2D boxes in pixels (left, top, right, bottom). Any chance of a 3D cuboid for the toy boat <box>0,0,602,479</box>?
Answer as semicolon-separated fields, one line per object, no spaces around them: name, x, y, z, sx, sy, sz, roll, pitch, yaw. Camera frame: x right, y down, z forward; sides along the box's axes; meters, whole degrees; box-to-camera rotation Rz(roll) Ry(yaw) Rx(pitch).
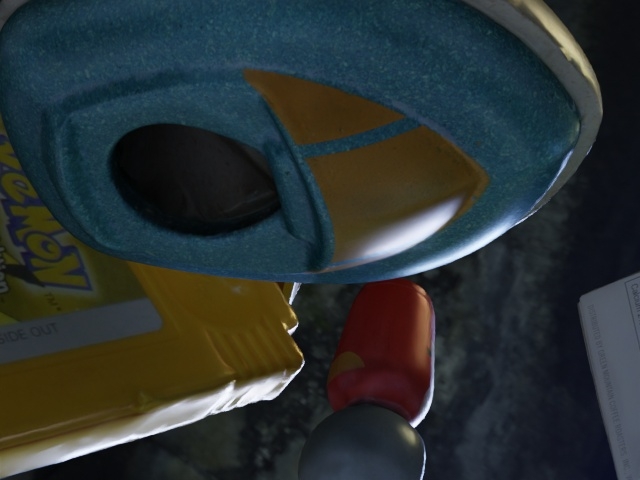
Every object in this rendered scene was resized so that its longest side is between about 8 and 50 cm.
toy boat;0.000;0.000;0.638;0.318;0.267;0.148;70;-155;-43

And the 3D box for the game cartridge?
game cartridge;-0.186;-0.014;0.714;0.323;0.285;0.053;-11;-31;-46

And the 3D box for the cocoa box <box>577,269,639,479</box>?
cocoa box;0.352;0.152;0.860;0.228;0.232;0.347;-26;-39;25

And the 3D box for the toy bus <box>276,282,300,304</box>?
toy bus;-0.029;-0.043;1.030;0.202;0.191;0.104;-15;-29;-19
